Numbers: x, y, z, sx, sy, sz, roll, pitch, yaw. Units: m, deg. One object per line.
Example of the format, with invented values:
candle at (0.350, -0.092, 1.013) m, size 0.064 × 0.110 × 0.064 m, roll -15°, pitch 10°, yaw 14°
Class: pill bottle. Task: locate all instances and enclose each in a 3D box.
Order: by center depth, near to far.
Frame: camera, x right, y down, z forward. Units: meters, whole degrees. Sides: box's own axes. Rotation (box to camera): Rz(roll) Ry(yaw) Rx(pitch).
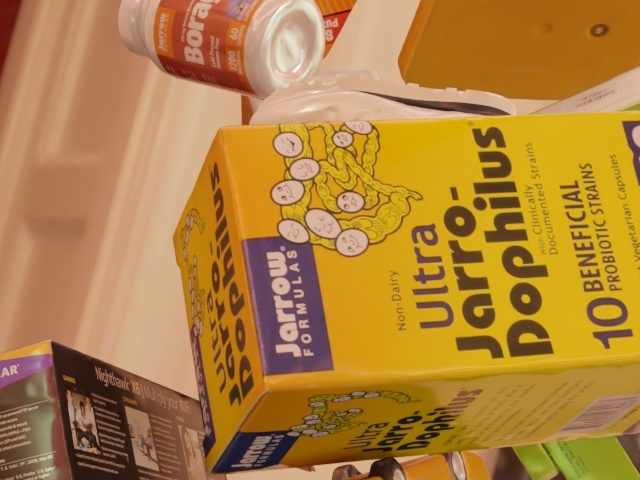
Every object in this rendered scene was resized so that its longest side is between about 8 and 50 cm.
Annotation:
pill bottle at (-0.111, -0.225, 1.779) m, size 0.216 × 0.121 × 0.121 m, roll 17°, pitch -4°, yaw 36°

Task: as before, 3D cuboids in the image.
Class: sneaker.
sneaker at (0.053, -0.077, 1.403) m, size 0.235 × 0.095 × 0.090 m, roll 2°, pitch -29°, yaw 5°

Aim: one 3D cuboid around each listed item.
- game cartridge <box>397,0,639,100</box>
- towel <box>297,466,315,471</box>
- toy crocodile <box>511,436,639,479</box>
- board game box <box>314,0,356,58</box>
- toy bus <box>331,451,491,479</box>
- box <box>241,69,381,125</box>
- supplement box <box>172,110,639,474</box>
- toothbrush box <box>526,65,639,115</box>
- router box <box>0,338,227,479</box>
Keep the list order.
game cartridge at (0.282, -0.289, 2.123) m, size 0.324 × 0.052 × 0.285 m, roll 2°, pitch -36°, yaw -16°
towel at (-0.039, 0.211, 1.685) m, size 0.060 × 0.009 × 0.083 m, roll 13°, pitch -29°, yaw 22°
toy crocodile at (0.190, 0.119, 1.528) m, size 0.340 × 0.115 × 0.105 m, roll 51°, pitch 5°, yaw -10°
board game box at (-0.127, -0.490, 2.238) m, size 0.356 × 0.356 × 0.356 m, roll 31°, pitch -8°, yaw -27°
toy bus at (0.056, 0.237, 1.310) m, size 0.108 × 0.130 × 0.333 m, roll -17°, pitch -7°, yaw 17°
box at (0.000, 0.000, 1.945) m, size 0.168 × 0.345 × 0.215 m, roll -4°, pitch 29°, yaw -9°
supplement box at (0.093, 0.036, 1.193) m, size 0.356 × 0.194 × 0.195 m, roll -4°, pitch -23°, yaw -17°
toothbrush box at (0.287, 0.002, 1.628) m, size 0.206 × 0.283 × 0.122 m, roll -24°, pitch 15°, yaw 15°
router box at (-0.138, 0.218, 1.146) m, size 0.081 × 0.243 × 0.309 m, roll -16°, pitch -18°, yaw 13°
